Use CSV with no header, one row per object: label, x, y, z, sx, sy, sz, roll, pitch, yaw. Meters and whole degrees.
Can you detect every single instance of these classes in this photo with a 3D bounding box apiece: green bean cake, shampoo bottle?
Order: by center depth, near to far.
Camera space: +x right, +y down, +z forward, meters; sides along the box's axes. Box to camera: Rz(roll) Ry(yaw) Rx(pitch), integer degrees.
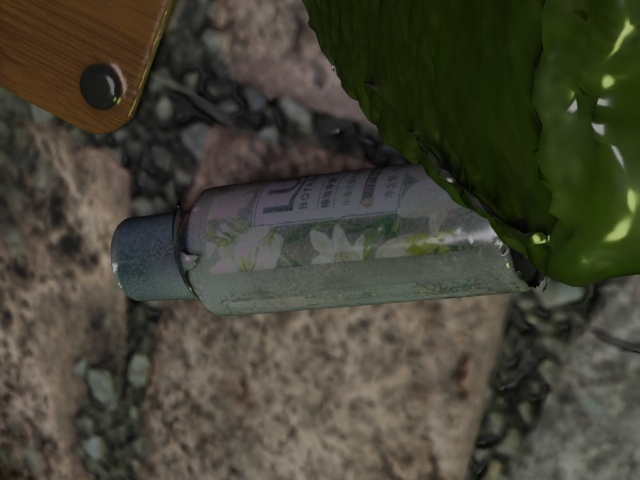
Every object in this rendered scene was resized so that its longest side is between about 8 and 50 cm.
green bean cake,0.114,-0.181,0.532,0.218,0.335,0.319,-6,119,-11
shampoo bottle,0.000,0.000,0.783,0.214,0.072,0.072,-6,103,25

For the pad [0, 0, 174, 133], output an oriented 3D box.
pad,-0.177,-0.231,0.818,0.286,0.018,0.284,27,115,13
